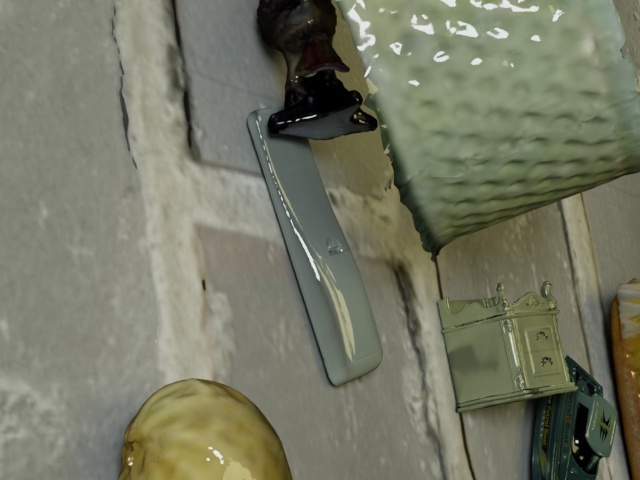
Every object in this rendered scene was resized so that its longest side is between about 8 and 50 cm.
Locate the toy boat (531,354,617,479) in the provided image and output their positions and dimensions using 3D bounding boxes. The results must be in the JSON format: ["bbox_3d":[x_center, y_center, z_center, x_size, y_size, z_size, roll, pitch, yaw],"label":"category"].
[{"bbox_3d":[0.187,0.161,1.000,0.055,0.060,0.141,41,50,-36],"label":"toy boat"}]

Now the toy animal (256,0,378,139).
[{"bbox_3d":[-0.010,-0.142,0.860,0.105,0.070,0.202,81,-1,-48],"label":"toy animal"}]

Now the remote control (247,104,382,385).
[{"bbox_3d":[0.000,0.000,0.853,0.050,0.027,0.184,-18,89,-53],"label":"remote control"}]

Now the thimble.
[{"bbox_3d":[0.095,-0.136,0.840,0.271,0.150,0.271,-20,90,-82],"label":"thimble"}]

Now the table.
[{"bbox_3d":[0.136,0.076,0.963,0.079,0.062,0.083,1,74,-52],"label":"table"}]

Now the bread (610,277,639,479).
[{"bbox_3d":[0.334,0.167,1.128,0.152,0.119,0.288,0,77,-54],"label":"bread"}]

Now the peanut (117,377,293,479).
[{"bbox_3d":[-0.046,0.183,0.667,0.103,0.098,0.230,-15,86,-11],"label":"peanut"}]
